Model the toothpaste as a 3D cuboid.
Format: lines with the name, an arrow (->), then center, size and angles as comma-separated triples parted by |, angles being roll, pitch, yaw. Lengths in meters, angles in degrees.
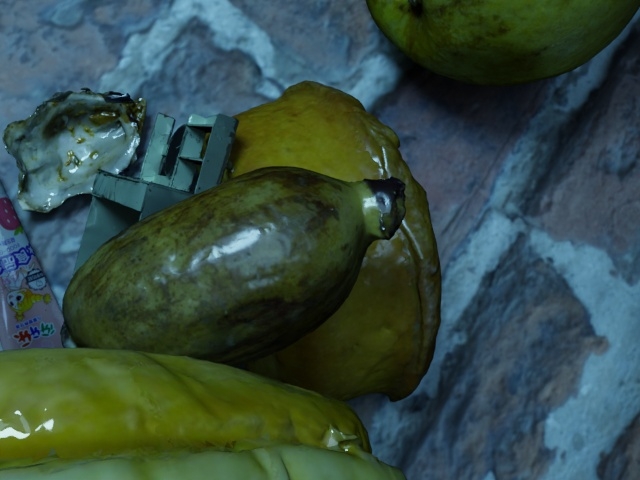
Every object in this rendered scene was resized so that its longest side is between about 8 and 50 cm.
toothpaste -> -0.287, 0.028, 0.707 | 0.067, 0.043, 0.194 | -22, 92, -20

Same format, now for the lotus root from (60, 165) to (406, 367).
lotus root -> -0.056, 0.020, 0.546 | 0.260, 0.145, 0.128 | -26, 85, -1

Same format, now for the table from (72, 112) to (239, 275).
table -> -0.151, -0.035, 0.674 | 0.062, 0.146, 0.175 | 15, 90, -33

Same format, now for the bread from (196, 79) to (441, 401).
bread -> 0.000, 0.000, 0.713 | 0.194, 0.179, 0.340 | -14, 84, -16

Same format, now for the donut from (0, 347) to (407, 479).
donut -> -0.158, 0.207, 0.503 | 0.448, 0.449, 0.198 | -2, 65, -15

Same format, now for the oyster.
oyster -> -0.230, -0.094, 0.733 | 0.148, 0.051, 0.103 | -24, 114, -23

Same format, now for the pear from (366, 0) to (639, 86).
pear -> 0.184, -0.299, 0.764 | 0.304, 0.304, 0.304 | 2, 80, -14
